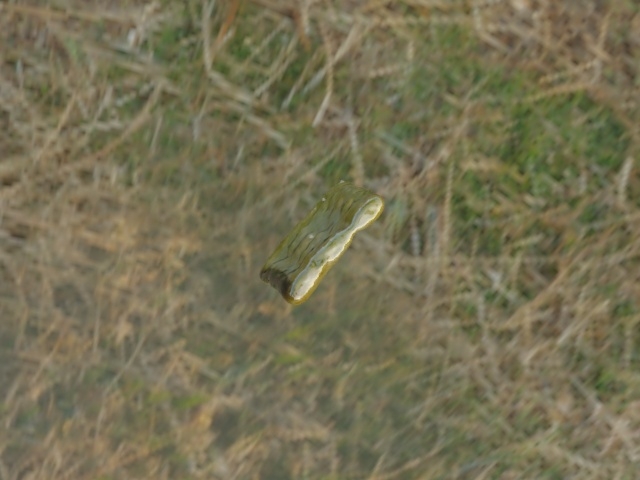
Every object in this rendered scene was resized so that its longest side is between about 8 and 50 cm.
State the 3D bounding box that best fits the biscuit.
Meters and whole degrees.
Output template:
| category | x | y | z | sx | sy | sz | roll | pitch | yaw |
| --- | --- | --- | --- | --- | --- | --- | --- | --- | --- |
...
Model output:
| category | x | y | z | sx | sy | sz | roll | pitch | yaw |
| --- | --- | --- | --- | --- | --- | --- | --- | --- | --- |
| biscuit | 0.000 | 0.000 | 1.030 | 0.018 | 0.083 | 0.081 | 42 | 86 | -16 |
